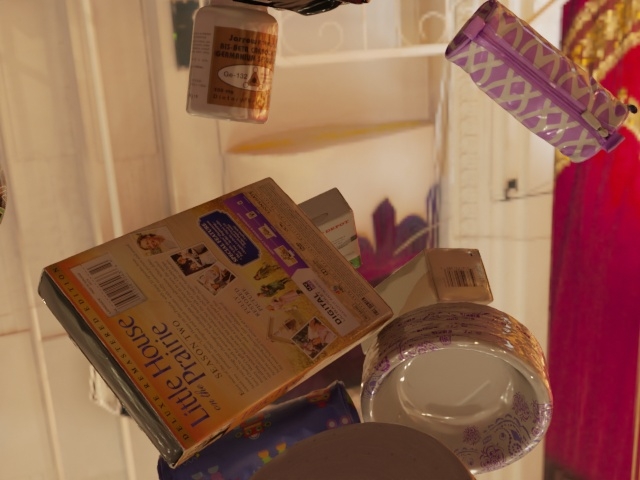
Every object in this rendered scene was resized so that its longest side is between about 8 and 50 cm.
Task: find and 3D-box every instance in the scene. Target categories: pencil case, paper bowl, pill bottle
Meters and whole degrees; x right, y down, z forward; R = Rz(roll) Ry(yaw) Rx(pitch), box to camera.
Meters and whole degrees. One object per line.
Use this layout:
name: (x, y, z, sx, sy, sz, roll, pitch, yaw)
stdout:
pencil case: (0.228, -0.164, 0.876, 0.206, 0.086, 0.088, 35, -158, -8)
pencil case: (-0.078, 0.312, 1.205, 0.306, 0.133, 0.119, -21, -156, -1)
paper bowl: (0.206, 0.215, 1.283, 0.285, 0.284, 0.148, -1, -146, 7)
pill bottle: (-0.132, -0.300, 1.279, 0.131, 0.229, 0.131, 7, -170, -1)

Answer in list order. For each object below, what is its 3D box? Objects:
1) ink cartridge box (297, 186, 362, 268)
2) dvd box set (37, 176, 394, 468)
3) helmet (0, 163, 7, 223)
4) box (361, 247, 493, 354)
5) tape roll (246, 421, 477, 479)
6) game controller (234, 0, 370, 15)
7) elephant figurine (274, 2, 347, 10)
ink cartridge box: (0.000, 0.000, 1.836, 0.153, 0.208, 0.086, -25, -126, -10)
dvd box set: (-0.131, 0.088, 1.173, 0.307, 0.062, 0.420, 47, -135, 16)
helmet: (-0.391, -0.046, 0.815, 0.170, 0.169, 0.162, 14, -179, 41)
box: (0.208, 0.134, 1.767, 0.148, 0.121, 0.311, 0, 155, -28)
tape roll: (0.016, 0.222, 0.512, 0.219, 0.072, 0.219, -26, -148, 17)
game controller: (-0.042, -0.354, 1.112, 0.167, 0.067, 0.319, -1, -174, 32)
elephant figurine: (-0.014, -0.496, 1.320, 0.186, 0.239, 0.169, -19, -154, -2)
